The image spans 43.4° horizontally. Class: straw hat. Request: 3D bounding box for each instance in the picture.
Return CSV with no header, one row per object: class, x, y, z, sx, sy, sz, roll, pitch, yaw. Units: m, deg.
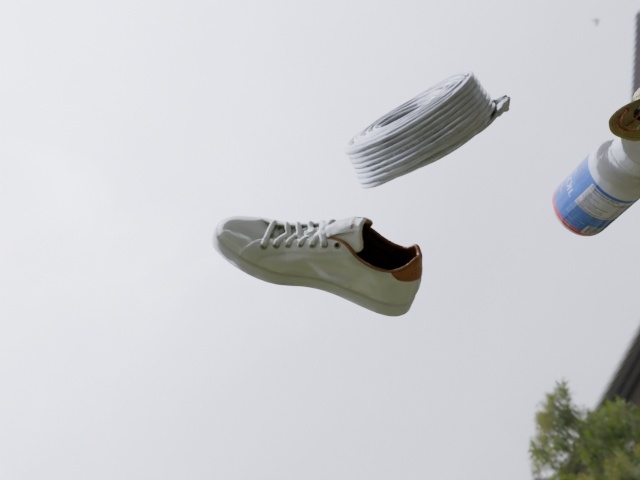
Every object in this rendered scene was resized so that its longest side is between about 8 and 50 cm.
straw hat,0.524,-0.214,1.256,0.145,0.061,0.144,5,-25,2

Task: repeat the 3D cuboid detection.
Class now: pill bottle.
pill bottle,0.533,-0.110,1.485,0.124,0.124,0.221,-10,-25,-23

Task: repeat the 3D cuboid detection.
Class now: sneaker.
sneaker,0.000,0.000,1.080,0.290,0.106,0.123,16,-50,1

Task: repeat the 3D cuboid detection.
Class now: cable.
cable,0.160,-0.181,1.318,0.257,0.257,0.089,-43,-74,-45
